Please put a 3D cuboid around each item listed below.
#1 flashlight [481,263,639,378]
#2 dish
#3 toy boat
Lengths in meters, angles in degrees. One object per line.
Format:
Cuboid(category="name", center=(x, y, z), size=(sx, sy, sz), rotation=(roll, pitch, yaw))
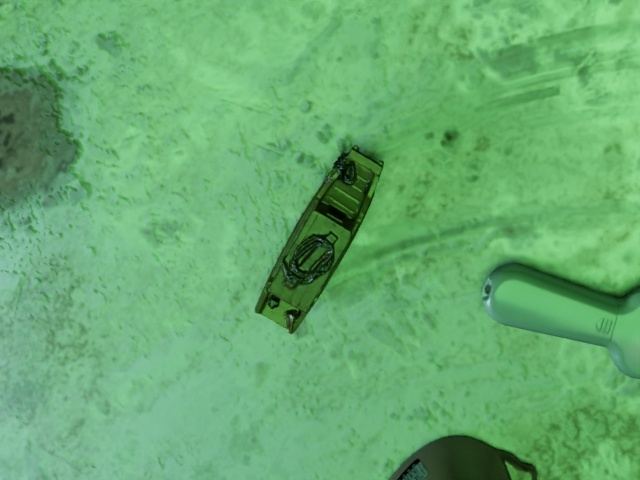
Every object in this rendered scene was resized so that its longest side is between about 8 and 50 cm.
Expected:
Cuboid(category="flashlight", center=(0.256, 0.072, 1.700), size=(0.200, 0.047, 0.093), rotation=(15, 103, 4))
Cuboid(category="dish", center=(0.150, 0.311, 1.741), size=(0.213, 0.090, 0.213), rotation=(1, 103, 6))
Cuboid(category="toy boat", center=(0.000, 0.000, 1.689), size=(0.057, 0.077, 0.200), rotation=(30, 104, -1))
